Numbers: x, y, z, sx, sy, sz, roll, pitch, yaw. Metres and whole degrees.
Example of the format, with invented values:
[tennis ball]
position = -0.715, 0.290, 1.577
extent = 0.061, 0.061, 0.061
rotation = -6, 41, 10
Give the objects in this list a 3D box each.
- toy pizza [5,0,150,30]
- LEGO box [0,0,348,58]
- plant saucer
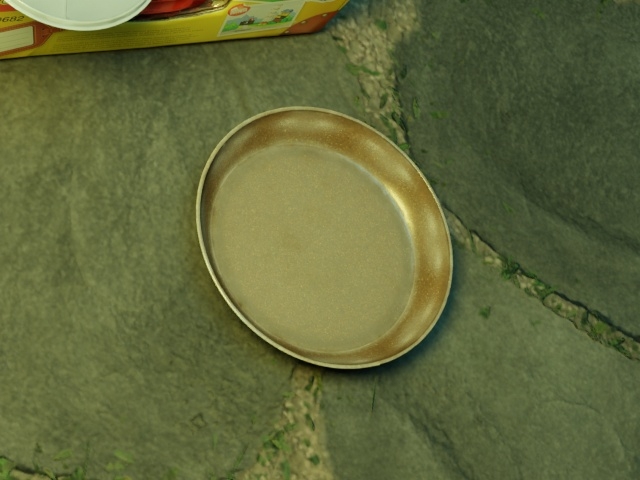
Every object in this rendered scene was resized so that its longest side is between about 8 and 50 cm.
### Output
[toy pizza]
position = -0.247, -0.290, 1.525
extent = 0.201, 0.032, 0.201
rotation = 10, 66, -24
[LEGO box]
position = -0.231, -0.412, 1.725
extent = 0.500, 0.193, 0.372
rotation = -10, 72, -30
[plant saucer]
position = 0.000, 0.000, 1.745
extent = 0.311, 0.050, 0.310
rotation = 11, 64, -24
